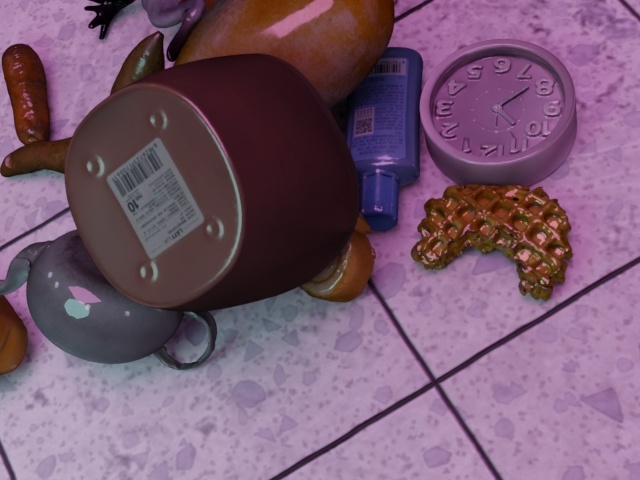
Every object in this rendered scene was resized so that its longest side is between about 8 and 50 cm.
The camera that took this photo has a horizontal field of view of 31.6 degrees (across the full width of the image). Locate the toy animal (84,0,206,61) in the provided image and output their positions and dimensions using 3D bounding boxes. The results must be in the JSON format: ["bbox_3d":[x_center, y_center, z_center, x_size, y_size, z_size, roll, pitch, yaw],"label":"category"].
[{"bbox_3d":[-0.220,-0.353,1.620,0.195,0.090,0.324,-54,40,-6],"label":"toy animal"}]

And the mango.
[{"bbox_3d":[-0.071,-0.231,1.465,0.384,0.199,0.221,-36,27,23],"label":"mango"}]

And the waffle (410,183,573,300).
[{"bbox_3d":[0.210,-0.004,1.377,0.194,0.051,0.148,5,61,16],"label":"waffle"}]

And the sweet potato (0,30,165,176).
[{"bbox_3d":[-0.300,-0.154,1.546,0.346,0.108,0.079,-33,13,28],"label":"sweet potato"}]

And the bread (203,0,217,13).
[{"bbox_3d":[-0.052,-0.363,1.594,0.260,0.134,0.129,3,61,16],"label":"bread"}]

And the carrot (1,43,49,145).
[{"bbox_3d":[-0.425,-0.211,1.649,0.060,0.060,0.186,-21,61,2],"label":"carrot"}]

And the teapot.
[{"bbox_3d":[-0.264,0.074,1.390,0.294,0.129,0.193,25,30,4],"label":"teapot"}]

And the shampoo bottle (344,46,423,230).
[{"bbox_3d":[0.079,-0.134,1.475,0.104,0.061,0.258,-2,61,13],"label":"shampoo bottle"}]

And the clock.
[{"bbox_3d":[0.228,-0.162,1.450,0.197,0.068,0.196,-6,61,11],"label":"clock"}]

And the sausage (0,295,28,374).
[{"bbox_3d":[-0.476,0.096,1.453,0.241,0.120,0.136,38,91,28],"label":"sausage"}]

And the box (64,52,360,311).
[{"bbox_3d":[-0.132,-0.064,1.278,0.301,0.216,0.300,4,98,28],"label":"box"}]

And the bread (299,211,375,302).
[{"bbox_3d":[0.000,0.000,1.392,0.149,0.073,0.122,42,105,30],"label":"bread"}]
